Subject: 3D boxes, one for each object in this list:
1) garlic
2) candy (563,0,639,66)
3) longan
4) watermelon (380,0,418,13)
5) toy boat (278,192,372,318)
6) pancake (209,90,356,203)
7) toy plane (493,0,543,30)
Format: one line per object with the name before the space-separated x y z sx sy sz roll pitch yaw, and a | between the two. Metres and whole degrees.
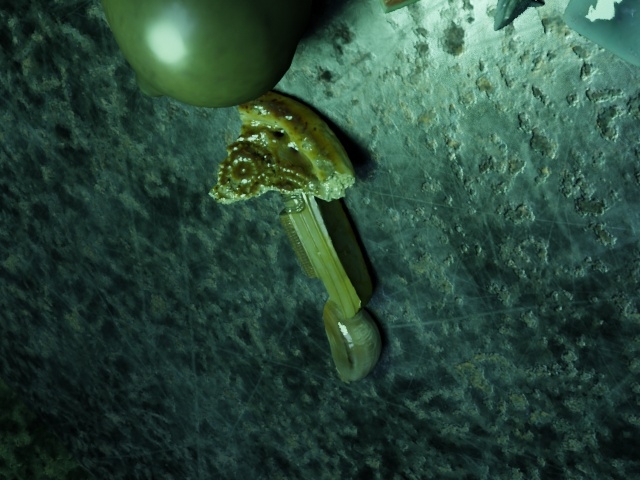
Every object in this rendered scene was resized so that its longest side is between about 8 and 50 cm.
garlic | 0.068 0.203 1.851 0.101 0.087 0.196 20 135 42
candy | 0.405 -0.325 1.233 0.138 0.071 0.174 35 134 15
longan | -0.172 -0.355 1.436 0.361 0.361 0.361 19 130 24
watermelon | 0.142 -0.441 1.335 0.231 0.128 0.146 -28 74 31
toy boat | 0.000 0.000 1.746 0.115 0.089 0.310 -10 114 37
pancake | -0.090 -0.135 1.659 0.244 0.057 0.266 -38 67 8
toy plane | 0.299 -0.368 1.269 0.088 0.212 0.267 -3 151 -10
